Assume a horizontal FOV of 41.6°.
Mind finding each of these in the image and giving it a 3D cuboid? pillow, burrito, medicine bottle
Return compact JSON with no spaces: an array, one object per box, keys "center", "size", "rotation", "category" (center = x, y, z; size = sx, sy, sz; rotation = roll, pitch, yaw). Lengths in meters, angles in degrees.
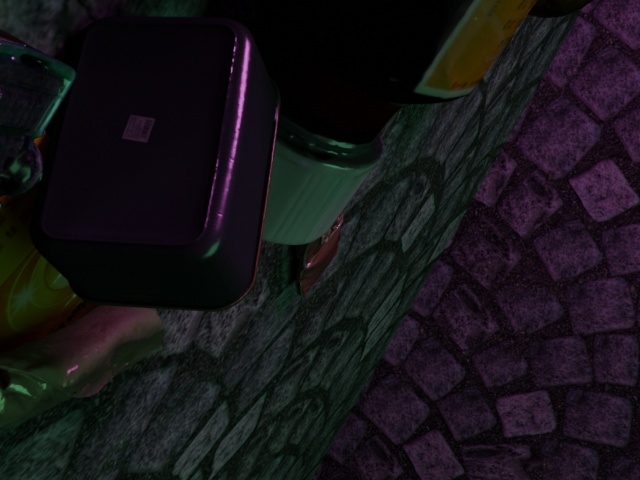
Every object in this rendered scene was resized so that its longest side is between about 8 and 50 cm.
[{"center":[0.000,0.000,1.376],"size":[0.126,0.043,0.232],"rotation":[-51,165,-24],"category":"pillow"},{"center":[-0.205,0.100,0.713],"size":[0.087,0.060,0.226],"rotation":[-59,167,22],"category":"burrito"},{"center":[0.019,-0.184,0.738],"size":[0.395,0.242,0.242],"rotation":[-50,171,31],"category":"medicine bottle"}]

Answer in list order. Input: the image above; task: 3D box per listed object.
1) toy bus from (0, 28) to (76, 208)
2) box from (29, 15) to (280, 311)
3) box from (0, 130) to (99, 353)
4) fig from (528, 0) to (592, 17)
[{"center":[-0.242,-0.007,0.466],"size":[0.261,0.109,0.091],"rotation":[-57,167,7],"category":"toy bus"},{"center":[-0.113,-0.059,0.598],"size":[0.090,0.145,0.200],"rotation":[73,23,-66],"category":"box"},{"center":[-0.234,0.019,0.667],"size":[0.152,0.043,0.269],"rotation":[-53,165,-17],"category":"box"},{"center":[0.320,-0.448,1.309],"size":[0.217,0.217,0.321],"rotation":[-58,-167,2],"category":"fig"}]
